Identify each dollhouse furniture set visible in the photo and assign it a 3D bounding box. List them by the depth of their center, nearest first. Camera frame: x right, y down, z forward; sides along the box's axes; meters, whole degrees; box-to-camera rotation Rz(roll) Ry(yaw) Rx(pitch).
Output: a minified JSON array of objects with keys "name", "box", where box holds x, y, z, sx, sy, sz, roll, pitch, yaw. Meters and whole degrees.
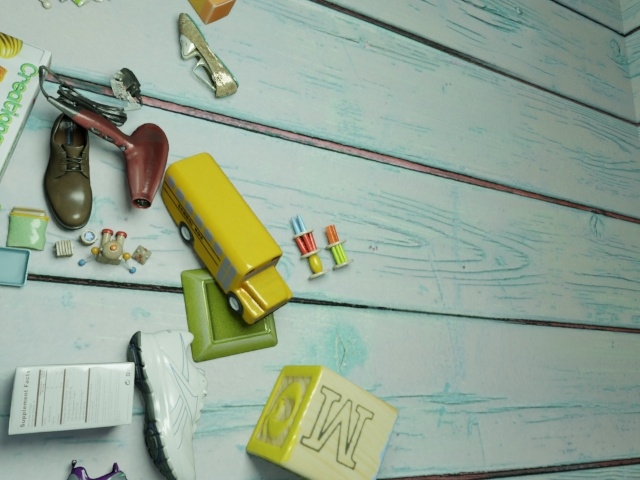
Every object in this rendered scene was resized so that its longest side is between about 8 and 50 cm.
[{"name":"dollhouse furniture set","box":[-0.557,-0.030,0.889,0.151,0.058,0.076,6,76,-27]}]

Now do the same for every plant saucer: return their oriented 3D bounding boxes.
[{"name":"plant saucer","box":[-0.606,0.037,0.871,0.192,0.018,0.067,9,74,-27]},{"name":"plant saucer","box":[-0.179,0.141,1.059,0.188,0.045,0.189,-6,81,-29]}]

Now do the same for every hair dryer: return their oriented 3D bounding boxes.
[{"name":"hair dryer","box":[-0.391,-0.191,0.973,0.223,0.080,0.294,-30,90,-54]}]

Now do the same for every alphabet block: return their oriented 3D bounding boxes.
[{"name":"alphabet block","box":[0.002,0.378,1.018,0.197,0.192,0.193,35,62,-18]}]

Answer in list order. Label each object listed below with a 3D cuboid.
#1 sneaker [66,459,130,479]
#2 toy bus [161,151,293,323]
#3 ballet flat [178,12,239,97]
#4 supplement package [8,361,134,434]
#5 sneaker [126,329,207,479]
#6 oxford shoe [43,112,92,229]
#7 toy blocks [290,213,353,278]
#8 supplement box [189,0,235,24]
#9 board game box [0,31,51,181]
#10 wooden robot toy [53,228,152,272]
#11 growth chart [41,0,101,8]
[{"name":"sneaker","box":[-0.332,0.443,0.886,0.223,0.083,0.098,20,65,-22]},{"name":"toy bus","box":[-0.181,-0.005,1.015,0.108,0.130,0.333,-28,74,-36]},{"name":"ballet flat","box":[-0.265,-0.406,1.133,0.067,0.073,0.206,-39,94,-15]},{"name":"supplement package","box":[-0.418,0.262,0.867,0.179,0.105,0.105,5,76,-27]},{"name":"sneaker","box":[-0.262,0.303,0.944,0.129,0.111,0.297,-9,84,-37]},{"name":"oxford shoe","box":[-0.465,-0.134,0.943,0.082,0.096,0.227,-5,82,-31]},{"name":"toy blocks","box":[0.000,0.000,1.184,0.123,0.054,0.148,-21,88,-30]},{"name":"supplement box","box":[-0.293,-0.620,1.162,0.080,0.078,0.233,-41,99,-29]},{"name":"board game box","box":[-0.623,-0.241,0.893,0.192,0.053,0.305,18,65,-23]},{"name":"wooden robot toy","box":[-0.398,0.010,0.954,0.173,0.079,0.076,11,73,-26]},{"name":"growth chart","box":[-0.508,-0.569,1.067,0.237,0.021,0.172,-36,96,-30]}]
